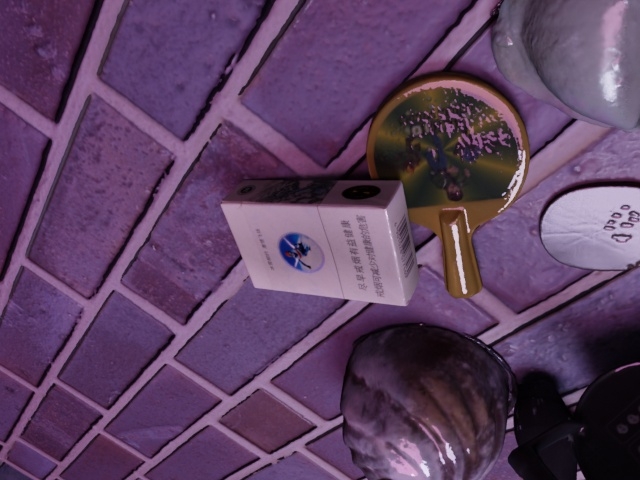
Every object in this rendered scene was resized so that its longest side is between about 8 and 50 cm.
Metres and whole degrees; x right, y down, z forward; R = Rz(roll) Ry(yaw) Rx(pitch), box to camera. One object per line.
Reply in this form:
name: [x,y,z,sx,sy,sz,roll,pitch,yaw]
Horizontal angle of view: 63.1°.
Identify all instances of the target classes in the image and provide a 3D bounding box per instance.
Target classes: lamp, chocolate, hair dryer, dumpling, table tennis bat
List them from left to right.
chocolate: [0.164,0.312,0.855,0.303,0.213,0.303,10,127,14]
table tennis bat: [0.169,-0.058,0.679,0.198,0.050,0.321,-2,122,25]
dumpling: [0.258,-0.197,0.512,0.105,0.149,0.216,-34,122,-4]
hair dryer: [0.422,0.359,0.832,0.272,0.235,0.091,20,144,-29]
table tennis bat: [0.396,-0.014,0.643,0.234,0.022,0.131,2,126,22]
lamp: [0.465,0.297,0.690,0.374,0.205,0.272,-32,130,-5]

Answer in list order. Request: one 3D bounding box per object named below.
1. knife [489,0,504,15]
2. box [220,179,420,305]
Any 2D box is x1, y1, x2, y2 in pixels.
knife: [0.242,-0.271,0.505,0.170,0.010,0.023,-27,114,36]
box: [0.000,0.000,0.744,0.256,0.069,0.164,4,128,29]
